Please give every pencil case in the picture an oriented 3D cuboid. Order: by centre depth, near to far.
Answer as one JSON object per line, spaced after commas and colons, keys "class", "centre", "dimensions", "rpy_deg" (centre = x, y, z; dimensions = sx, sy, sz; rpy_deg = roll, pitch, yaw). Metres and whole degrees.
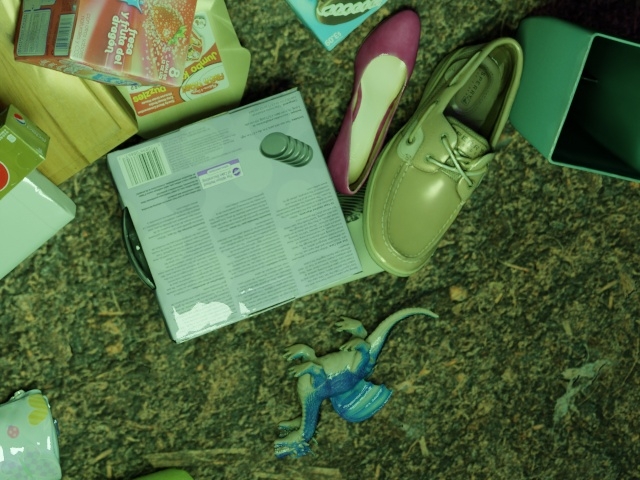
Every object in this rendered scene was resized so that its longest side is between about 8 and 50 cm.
{"class": "pencil case", "centre": [-0.466, 0.279, 1.806], "dimensions": [0.273, 0.113, 0.124], "rpy_deg": [-14, 103, -14]}

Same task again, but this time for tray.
{"class": "tray", "centre": [-0.410, -0.234, 1.616], "dimensions": [0.203, 0.076, 0.411], "rpy_deg": [-33, 118, 5]}

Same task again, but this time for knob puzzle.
{"class": "knob puzzle", "centre": [-0.179, -0.202, 1.746], "dimensions": [0.213, 0.030, 0.213], "rpy_deg": [-6, 118, -12]}

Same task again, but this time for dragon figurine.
{"class": "dragon figurine", "centre": [0.043, 0.191, 1.962], "dimensions": [0.289, 0.085, 0.144], "rpy_deg": [-29, 121, -1]}

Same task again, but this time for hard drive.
{"class": "hard drive", "centre": [-0.470, -0.007, 1.672], "dimensions": [0.307, 0.040, 0.203], "rpy_deg": [-38, 117, 17]}

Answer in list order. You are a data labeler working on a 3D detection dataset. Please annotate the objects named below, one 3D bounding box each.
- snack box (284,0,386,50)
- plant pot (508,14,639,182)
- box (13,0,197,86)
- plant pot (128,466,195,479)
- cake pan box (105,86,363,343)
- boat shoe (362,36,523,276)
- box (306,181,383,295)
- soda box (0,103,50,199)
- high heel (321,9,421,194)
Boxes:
{"class": "snack box", "centre": [0.070, -0.409, 1.733], "dimensions": [0.322, 0.060, 0.187], "rpy_deg": [-41, 119, 1]}
{"class": "plant pot", "centre": [0.334, -0.199, 1.816], "dimensions": [0.165, 0.234, 0.165], "rpy_deg": [10, 108, -24]}
{"class": "box", "centre": [-0.221, -0.327, 1.554], "dimensions": [0.142, 0.154, 0.300], "rpy_deg": [11, 88, -37]}
{"class": "plant pot", "centre": [-0.266, 0.432, 1.878], "dimensions": [0.254, 0.276, 0.276], "rpy_deg": [-21, 118, -23]}
{"class": "cake pan box", "centre": [-0.109, -0.028, 1.733], "dimensions": [0.267, 0.070, 0.246], "rpy_deg": [-21, 89, -12]}
{"class": "boat shoe", "centre": [0.156, -0.115, 1.777], "dimensions": [0.121, 0.110, 0.341], "rpy_deg": [31, 69, -18]}
{"class": "box", "centre": [0.000, 0.000, 1.854], "dimensions": [0.275, 0.113, 0.094], "rpy_deg": [-17, 116, -13]}
{"class": "soda box", "centre": [-0.388, -0.067, 1.584], "dimensions": [0.181, 0.058, 0.061], "rpy_deg": [-39, 116, 18]}
{"class": "high heel", "centre": [0.073, -0.175, 1.800], "dimensions": [0.082, 0.117, 0.244], "rpy_deg": [28, 101, -24]}
